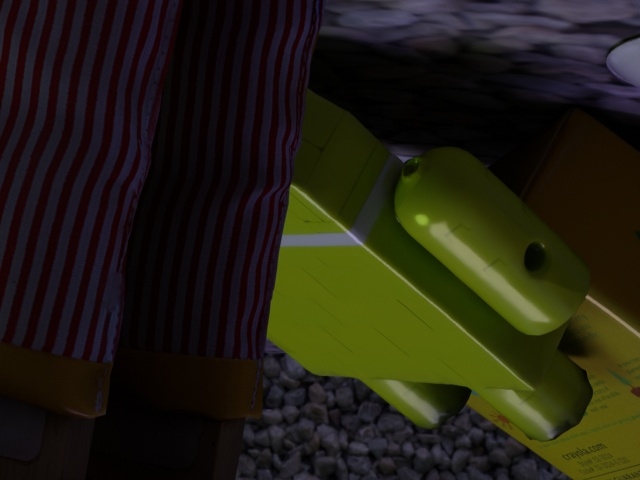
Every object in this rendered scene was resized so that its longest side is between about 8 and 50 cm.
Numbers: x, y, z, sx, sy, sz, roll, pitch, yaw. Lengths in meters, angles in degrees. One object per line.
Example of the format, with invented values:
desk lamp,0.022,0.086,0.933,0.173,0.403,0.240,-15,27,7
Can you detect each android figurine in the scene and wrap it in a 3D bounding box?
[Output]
android figurine,0.000,0.000,0.813,0.273,0.056,0.248,41,156,-27

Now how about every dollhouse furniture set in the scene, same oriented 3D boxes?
dollhouse furniture set,-0.183,-0.020,0.595,0.374,0.201,0.152,4,173,31

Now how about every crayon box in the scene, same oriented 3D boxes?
crayon box,0.152,0.052,0.903,0.318,0.081,0.202,35,157,-8

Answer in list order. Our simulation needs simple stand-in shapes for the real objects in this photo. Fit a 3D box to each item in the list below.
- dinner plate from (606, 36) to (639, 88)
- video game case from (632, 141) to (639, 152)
dinner plate,0.184,-0.062,0.709,0.141,0.017,0.141,7,174,1
video game case,0.254,-0.019,0.958,0.212,0.023,0.193,6,173,-4
